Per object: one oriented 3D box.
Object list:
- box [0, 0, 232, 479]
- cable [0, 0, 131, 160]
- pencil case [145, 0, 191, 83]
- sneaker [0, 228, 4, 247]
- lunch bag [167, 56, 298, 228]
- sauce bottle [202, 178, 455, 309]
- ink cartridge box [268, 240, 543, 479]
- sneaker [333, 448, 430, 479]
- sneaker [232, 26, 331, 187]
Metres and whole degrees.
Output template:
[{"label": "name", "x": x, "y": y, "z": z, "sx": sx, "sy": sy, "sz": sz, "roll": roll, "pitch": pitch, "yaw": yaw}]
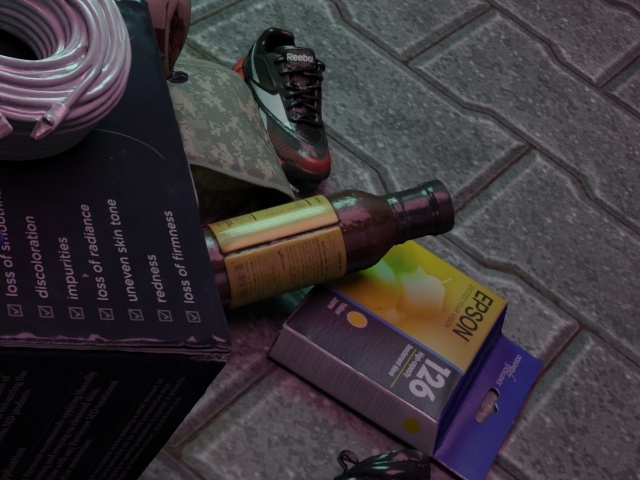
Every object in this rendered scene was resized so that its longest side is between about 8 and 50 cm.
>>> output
[{"label": "box", "x": -0.398, "y": -0.017, "z": 1.567, "sx": 0.472, "sy": 0.297, "sz": 0.480, "roll": 6, "pitch": 51, "yaw": -30}, {"label": "cable", "x": -0.309, "y": -0.196, "z": 1.506, "sx": 0.257, "sy": 0.089, "sz": 0.257, "roll": 43, "pitch": 43, "yaw": 8}, {"label": "pencil case", "x": -0.358, "y": -0.270, "z": 1.850, "sx": 0.410, "sy": 0.183, "sz": 0.159, "roll": 2, "pitch": 75, "yaw": 0}, {"label": "sneaker", "x": -0.347, "y": -0.019, "z": 1.359, "sx": 0.135, "sy": 0.052, "sz": 0.058, "roll": 31, "pitch": 51, "yaw": -2}, {"label": "lunch bag", "x": -0.187, "y": -0.115, "z": 1.979, "sx": 0.287, "sy": 0.169, "sz": 0.235, "roll": 5, "pitch": 42, "yaw": -29}, {"label": "sauce bottle", "x": 0.000, "y": 0.000, "z": 1.926, "sx": 0.344, "sy": 0.111, "sz": 0.111, "roll": -14, "pitch": 50, "yaw": -16}, {"label": "ink cartridge box", "x": 0.128, "y": 0.132, "z": 1.979, "sx": 0.307, "sy": 0.072, "sz": 0.303, "roll": 30, "pitch": 35, "yaw": 6}, {"label": "sneaker", "x": 0.121, "y": 0.320, "z": 1.713, "sx": 0.269, "sy": 0.101, "sz": 0.153, "roll": 26, "pitch": 39, "yaw": 1}, {"label": "sneaker", "x": -0.044, "y": -0.199, "z": 2.207, "sx": 0.098, "sy": 0.135, "sz": 0.276, "roll": 5, "pitch": 43, "yaw": -31}]
